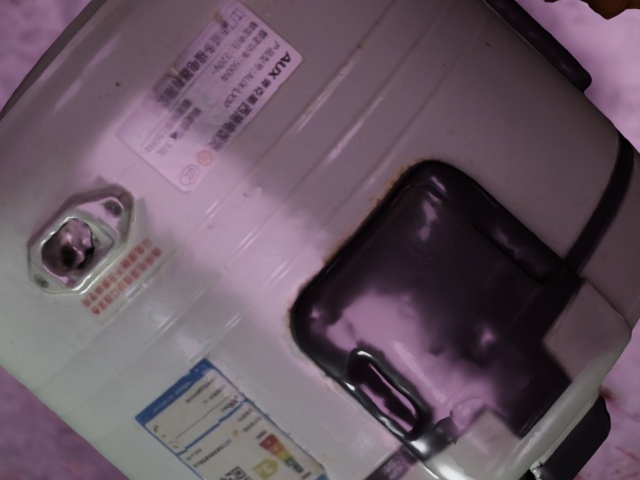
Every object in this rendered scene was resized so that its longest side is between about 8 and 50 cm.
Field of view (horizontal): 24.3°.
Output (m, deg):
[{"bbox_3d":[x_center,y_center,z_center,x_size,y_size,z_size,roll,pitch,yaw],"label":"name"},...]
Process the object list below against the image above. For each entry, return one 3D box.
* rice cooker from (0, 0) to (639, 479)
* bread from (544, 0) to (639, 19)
[{"bbox_3d":[0.000,0.000,0.533,0.226,0.226,0.244,-43,97,15],"label":"rice cooker"},{"bbox_3d":[0.116,-0.178,0.497,0.240,0.139,0.239,8,121,13],"label":"bread"}]
